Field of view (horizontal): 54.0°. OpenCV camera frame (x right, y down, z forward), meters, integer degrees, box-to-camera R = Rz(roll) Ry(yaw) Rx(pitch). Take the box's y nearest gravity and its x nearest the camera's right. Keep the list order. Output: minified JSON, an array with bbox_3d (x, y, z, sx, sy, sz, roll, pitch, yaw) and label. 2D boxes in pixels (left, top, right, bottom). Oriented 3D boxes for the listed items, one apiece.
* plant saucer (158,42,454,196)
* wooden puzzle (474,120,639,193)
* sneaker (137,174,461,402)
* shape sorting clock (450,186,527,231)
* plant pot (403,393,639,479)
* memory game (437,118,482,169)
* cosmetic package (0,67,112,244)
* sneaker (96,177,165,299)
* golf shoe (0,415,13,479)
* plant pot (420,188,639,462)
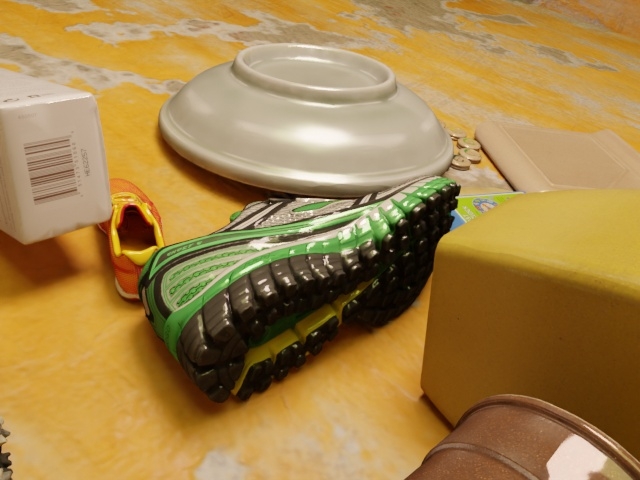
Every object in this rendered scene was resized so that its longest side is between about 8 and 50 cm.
[{"bbox_3d":[-0.012,-0.188,0.843,0.401,0.100,0.400,5,30,-3],"label":"plant saucer"},{"bbox_3d":[0.377,-0.113,0.952,0.239,0.044,0.221,0,35,-11],"label":"wooden puzzle"},{"bbox_3d":[0.000,0.000,0.565,0.343,0.134,0.146,-20,45,-39],"label":"sneaker"},{"bbox_3d":[0.219,0.002,0.720,0.206,0.040,0.206,10,37,-7],"label":"shape sorting clock"},{"bbox_3d":[0.069,0.186,0.299,0.165,0.167,0.167,-21,46,-30],"label":"plant pot"},{"bbox_3d":[0.158,-0.156,0.962,0.186,0.012,0.186,9,34,-6],"label":"memory game"},{"bbox_3d":[-0.290,-0.089,0.570,0.231,0.117,0.085,24,32,39],"label":"cosmetic package"},{"bbox_3d":[-0.175,-0.019,0.593,0.064,0.067,0.175,-9,37,-25],"label":"sneaker"},{"bbox_3d":[-0.262,0.107,0.373,0.120,0.105,0.273,-25,44,-13],"label":"golf shoe"},{"bbox_3d":[0.197,0.069,0.484,0.187,0.212,0.212,21,32,37],"label":"plant pot"}]
